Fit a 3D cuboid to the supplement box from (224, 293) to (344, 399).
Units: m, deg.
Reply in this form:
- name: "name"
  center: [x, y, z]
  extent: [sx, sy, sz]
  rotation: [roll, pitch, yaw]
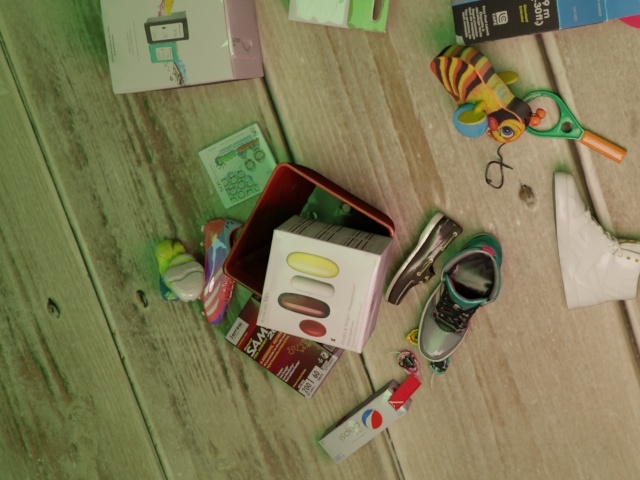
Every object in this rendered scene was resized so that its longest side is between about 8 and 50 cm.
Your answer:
- name: "supplement box"
  center: [-0.081, 0.232, 2.069]
  extent: [0.239, 0.073, 0.130]
  rotation: [35, 109, 7]

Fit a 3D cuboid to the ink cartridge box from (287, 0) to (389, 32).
- name: "ink cartridge box"
  center: [0.044, -0.492, 1.881]
  extent: [0.209, 0.062, 0.109]
  rotation: [11, 105, 13]

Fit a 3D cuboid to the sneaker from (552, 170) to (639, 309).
- name: "sneaker"
  center: [0.555, -0.010, 1.828]
  extent: [0.169, 0.108, 0.292]
  rotation: [-8, 109, 16]

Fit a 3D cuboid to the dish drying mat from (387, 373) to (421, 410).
- name: "dish drying mat"
  center: [0.183, 0.329, 1.991]
  extent: [0.032, 0.008, 0.083]
  rotation: [45, 72, 0]

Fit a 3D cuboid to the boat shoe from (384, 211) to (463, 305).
- name: "boat shoe"
  center: [0.216, 0.050, 1.942]
  extent: [0.068, 0.081, 0.228]
  rotation: [34, 106, 10]

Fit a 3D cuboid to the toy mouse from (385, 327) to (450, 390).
- name: "toy mouse"
  center: [0.228, 0.258, 2.010]
  extent: [0.161, 0.031, 0.143]
  rotation: [-18, 96, 19]

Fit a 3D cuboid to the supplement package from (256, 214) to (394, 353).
- name: "supplement package"
  center: [0.011, 0.077, 1.720]
  extent: [0.203, 0.149, 0.194]
  rotation: [14, 105, 11]

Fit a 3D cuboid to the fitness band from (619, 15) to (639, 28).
- name: "fitness band"
  center: [0.664, -0.492, 1.672]
  extent: [0.291, 0.054, 0.209]
  rotation: [-6, 129, 17]

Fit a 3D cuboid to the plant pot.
- name: "plant pot"
  center: [0.000, 0.000, 1.910]
  extent: [0.267, 0.236, 0.267]
  rotation: [32, 107, 7]

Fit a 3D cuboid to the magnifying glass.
- name: "magnifying glass"
  center: [0.501, -0.222, 1.835]
  extent: [0.231, 0.026, 0.092]
  rotation: [31, 108, 9]

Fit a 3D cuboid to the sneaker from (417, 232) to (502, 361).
- name: "sneaker"
  center: [0.282, 0.125, 1.868]
  extent: [0.124, 0.178, 0.295]
  rotation: [26, 98, 9]

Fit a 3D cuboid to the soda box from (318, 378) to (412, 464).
- name: "soda box"
  center: [0.100, 0.406, 2.056]
  extent: [0.216, 0.074, 0.069]
  rotation: [-40, 89, 19]

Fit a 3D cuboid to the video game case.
- name: "video game case"
  center: [-0.175, -0.164, 2.037]
  extent: [0.157, 0.019, 0.143]
  rotation: [-24, 95, 19]

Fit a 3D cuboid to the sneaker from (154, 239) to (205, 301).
- name: "sneaker"
  center: [-0.309, 0.098, 2.048]
  extent: [0.091, 0.240, 0.126]
  rotation: [-10, 121, -16]

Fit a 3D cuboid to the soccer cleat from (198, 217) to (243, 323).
- name: "soccer cleat"
  center: [-0.221, 0.072, 2.073]
  extent: [0.095, 0.083, 0.248]
  rotation: [3, 100, 10]

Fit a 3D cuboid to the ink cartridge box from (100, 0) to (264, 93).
- name: "ink cartridge box"
  center: [-0.281, -0.420, 1.917]
  extent: [0.270, 0.198, 0.197]
  rotation: [-4, 100, 15]

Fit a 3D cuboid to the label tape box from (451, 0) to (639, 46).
- name: "label tape box"
  center: [0.399, -0.504, 1.691]
  extent: [0.333, 0.106, 0.240]
  rotation: [-1, 104, 42]

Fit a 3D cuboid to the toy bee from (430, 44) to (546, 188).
- name: "toy bee"
  center: [0.350, -0.260, 1.786]
  extent: [0.162, 0.195, 0.298]
  rotation: [-12, 139, 44]
